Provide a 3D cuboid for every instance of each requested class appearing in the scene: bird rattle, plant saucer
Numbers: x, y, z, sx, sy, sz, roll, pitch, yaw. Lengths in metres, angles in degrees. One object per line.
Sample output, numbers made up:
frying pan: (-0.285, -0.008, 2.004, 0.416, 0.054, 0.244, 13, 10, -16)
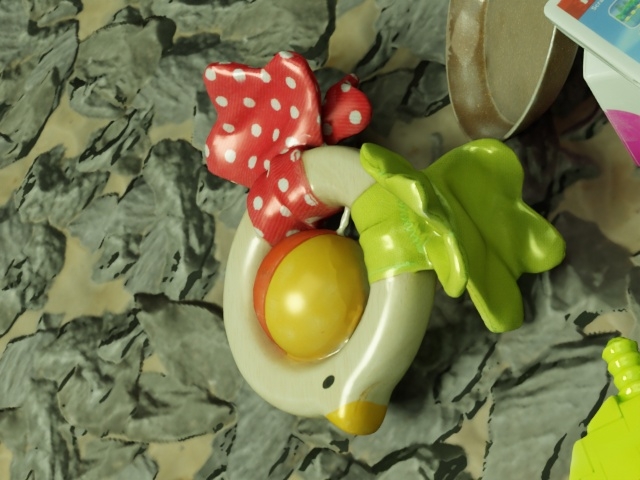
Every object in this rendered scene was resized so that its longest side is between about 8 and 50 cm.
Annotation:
bird rattle: (0.000, 0.000, 0.815, 0.253, 0.143, 0.207, 24, 96, 38)
plant saucer: (0.118, -0.138, 0.818, 0.029, 0.168, 0.168, 5, 60, -17)

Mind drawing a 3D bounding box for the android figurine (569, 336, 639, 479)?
android figurine: (0.222, 0.152, 0.657, 0.248, 0.056, 0.273, -26, 59, 16)

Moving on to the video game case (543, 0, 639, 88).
video game case: (0.258, -0.116, 0.619, 0.204, 0.025, 0.285, -49, 47, 7)

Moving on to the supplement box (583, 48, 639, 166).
supplement box: (0.263, -0.122, 0.732, 0.220, 0.111, 0.114, -7, 63, 26)
